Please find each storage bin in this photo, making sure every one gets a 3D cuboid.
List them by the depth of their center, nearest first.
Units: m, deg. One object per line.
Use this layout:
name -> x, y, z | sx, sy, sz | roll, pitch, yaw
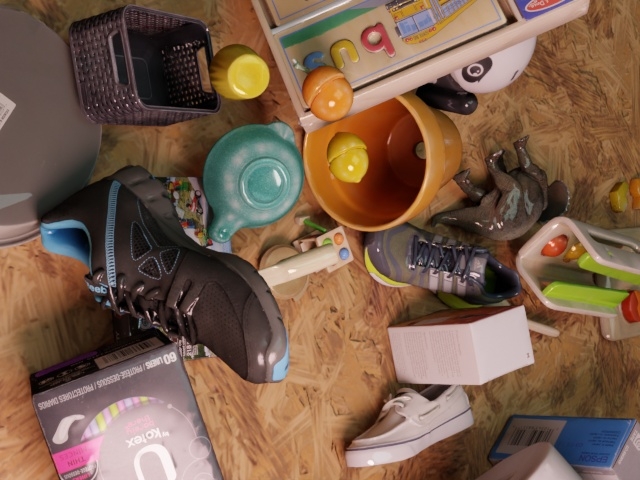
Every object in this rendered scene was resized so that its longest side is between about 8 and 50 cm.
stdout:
storage bin -> -0.209, -0.207, 1.185 | 0.180, 0.084, 0.122 | -10, 91, -62

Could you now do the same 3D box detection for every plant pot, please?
plant pot -> 0.110, -0.128, 1.420 | 0.188, 0.205, 0.205 | -15, 94, -55

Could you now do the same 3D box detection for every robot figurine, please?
robot figurine -> 0.179, -0.312, 1.432 | 0.174, 0.278, 0.209 | -59, 141, -10

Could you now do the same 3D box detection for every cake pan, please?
cake pan -> -0.373, -0.137, 1.098 | 0.293, 0.054, 0.293 | 6, 80, -39

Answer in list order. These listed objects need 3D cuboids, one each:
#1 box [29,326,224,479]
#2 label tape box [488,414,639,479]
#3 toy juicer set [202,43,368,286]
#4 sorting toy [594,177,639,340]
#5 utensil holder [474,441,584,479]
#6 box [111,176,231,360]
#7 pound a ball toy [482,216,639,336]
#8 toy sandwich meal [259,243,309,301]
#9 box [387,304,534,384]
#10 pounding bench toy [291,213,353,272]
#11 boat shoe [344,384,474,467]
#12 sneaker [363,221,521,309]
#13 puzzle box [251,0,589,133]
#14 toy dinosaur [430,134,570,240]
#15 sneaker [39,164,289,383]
box -> -0.205, 0.256, 1.098 | 0.165, 0.143, 0.270 | -21, 99, -16
label tape box -> 0.467, 0.434, 1.598 | 0.334, 0.240, 0.106 | 53, 55, -21
toy juicer set -> -0.047, -0.077, 1.248 | 0.209, 0.089, 0.329 | 1, 103, -21
sorting toy -> 0.612, 0.031, 1.902 | 0.229, 0.041, 0.307 | -4, 87, -40
utensil holder -> 0.321, 0.524, 1.345 | 0.327, 0.327, 0.385 | -35, 82, -37
box -> -0.187, 0.037, 1.235 | 0.159, 0.044, 0.233 | -3, 86, -40
pound a ball toy -> 0.420, 0.062, 1.688 | 0.319, 0.208, 0.136 | 11, 40, -48
toy sandwich meal -> -0.053, 0.045, 1.359 | 0.085, 0.029, 0.086 | 4, 82, -32
box -> 0.209, 0.156, 1.467 | 0.130, 0.170, 0.091 | -12, 92, -41
pounding bench toy -> 0.000, 0.000, 1.382 | 0.052, 0.065, 0.083 | -27, 101, -39
boat shoe -> 0.130, 0.262, 1.439 | 0.267, 0.096, 0.088 | -12, 88, -41
sneaker -> 0.189, 0.030, 1.499 | 0.300, 0.121, 0.111 | 18, 73, -37
puzzle box -> 0.114, -0.342, 1.309 | 0.052, 0.409, 0.272 | 56, 11, -73
toy dinosaur -> 0.314, -0.069, 1.620 | 0.313, 0.121, 0.160 | -29, 90, -42
sneaker -> -0.169, 0.054, 1.051 | 0.139, 0.341, 0.125 | -27, 140, -34
